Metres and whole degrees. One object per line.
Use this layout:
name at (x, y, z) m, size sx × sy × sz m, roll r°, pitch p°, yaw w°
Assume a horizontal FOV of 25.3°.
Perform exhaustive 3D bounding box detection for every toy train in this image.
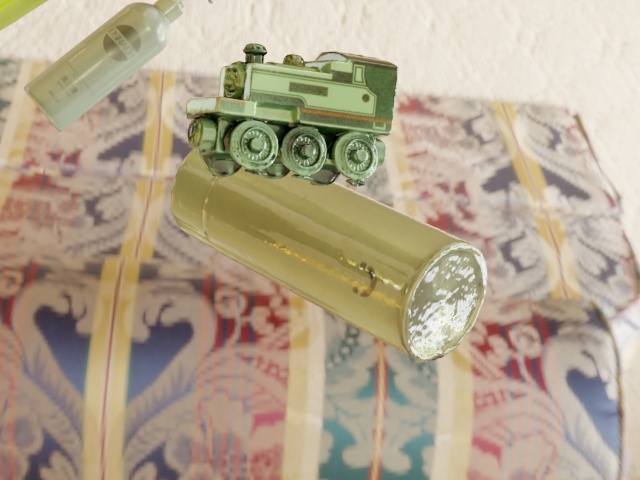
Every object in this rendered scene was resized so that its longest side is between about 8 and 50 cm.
toy train at (-0.011, -0.048, 0.544) m, size 0.083 × 0.033 × 0.053 m, roll 5°, pitch 91°, yaw -30°

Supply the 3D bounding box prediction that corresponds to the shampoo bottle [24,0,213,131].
shampoo bottle at (-0.186, -0.183, 1.333) m, size 0.195 × 0.056 × 0.056 m, roll -41°, pitch 119°, yaw -5°

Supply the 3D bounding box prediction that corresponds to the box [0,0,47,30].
box at (-0.209, -0.153, 0.290) m, size 0.187 × 0.047 × 0.335 m, roll -37°, pitch 97°, yaw -18°

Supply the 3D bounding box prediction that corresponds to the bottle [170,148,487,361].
bottle at (0.000, 0.000, 0.841) m, size 0.072 × 0.201 × 0.072 m, roll -25°, pitch 127°, yaw -38°
